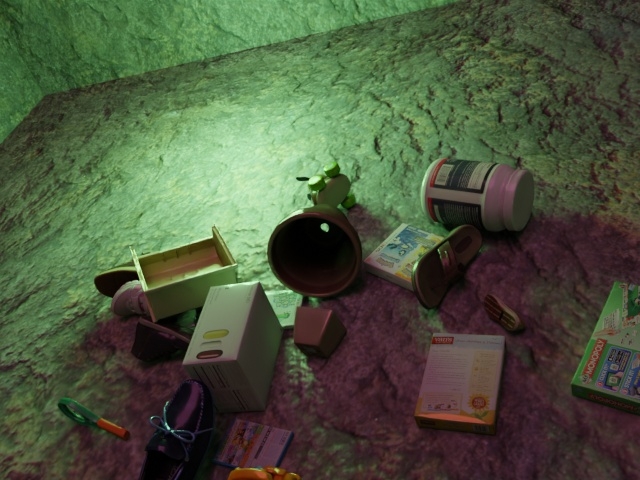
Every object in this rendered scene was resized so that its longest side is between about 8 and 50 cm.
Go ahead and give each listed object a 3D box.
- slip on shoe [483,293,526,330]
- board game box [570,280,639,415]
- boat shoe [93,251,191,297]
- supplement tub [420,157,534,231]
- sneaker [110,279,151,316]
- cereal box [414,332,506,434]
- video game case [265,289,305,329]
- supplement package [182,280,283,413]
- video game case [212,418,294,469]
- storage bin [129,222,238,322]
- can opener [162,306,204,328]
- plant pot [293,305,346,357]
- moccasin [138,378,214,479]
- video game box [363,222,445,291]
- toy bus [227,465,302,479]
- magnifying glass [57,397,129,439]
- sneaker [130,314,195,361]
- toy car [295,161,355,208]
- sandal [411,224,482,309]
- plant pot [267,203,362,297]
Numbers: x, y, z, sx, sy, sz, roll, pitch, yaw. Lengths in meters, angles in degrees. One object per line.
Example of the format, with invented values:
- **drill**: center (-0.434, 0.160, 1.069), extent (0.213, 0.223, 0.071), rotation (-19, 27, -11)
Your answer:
- **slip on shoe**: center (0.449, 0.176, 1.593), extent (0.041, 0.051, 0.135), rotation (9, 18, -26)
- **board game box**: center (0.699, 0.230, 1.403), extent (0.214, 0.046, 0.317), rotation (12, 49, 37)
- **boat shoe**: center (-0.551, 0.100, 2.105), extent (0.342, 0.123, 0.123), rotation (-12, 31, 5)
- **supplement tub**: center (0.439, -0.128, 1.838), extent (0.272, 0.191, 0.191), rotation (12, 49, 35)
- **sneaker**: center (-0.525, 0.180, 2.000), extent (0.252, 0.103, 0.111), rotation (-20, 36, 4)
- **cereal box**: center (0.321, 0.316, 1.477), extent (0.173, 0.047, 0.240), rotation (0, 42, 25)
- **video game case**: center (-0.126, 0.198, 1.855), extent (0.157, 0.019, 0.143), rotation (-8, 40, 18)
- **supplement package**: center (-0.212, 0.269, 1.660), extent (0.145, 0.204, 0.261), rotation (-8, 39, 16)
- **video game case**: center (-0.158, 0.485, 1.530), extent (0.166, 0.015, 0.119), rotation (4, 45, 29)
- **storage bin**: center (-0.396, 0.083, 1.904), extent (0.263, 0.123, 0.260), rotation (-17, 38, -17)
- **can opener**: center (-0.346, 0.199, 1.897), extent (0.284, 0.095, 0.076), rotation (-20, 38, 2)
- **plant pot**: center (-0.011, 0.242, 1.687), extent (0.109, 0.109, 0.096), rotation (3, 57, 28)
- **moccasin**: center (-0.325, 0.476, 1.455), extent (0.138, 0.117, 0.341), rotation (1, 66, 21)
- **video game box**: center (0.255, 0.046, 1.835), extent (0.205, 0.048, 0.187), rotation (23, 58, 42)
- **toy bus**: center (-0.140, 0.530, 1.309), extent (0.150, 0.211, 0.220), rotation (-6, 39, 21)
- **magnifying glass**: center (-0.597, 0.471, 1.711), extent (0.231, 0.092, 0.026), rotation (13, 46, 23)
- **sneaker**: center (-0.422, 0.301, 1.840), extent (0.222, 0.118, 0.083), rotation (20, 7, 13)
- **toy car**: center (-0.006, -0.163, 2.136), extent (0.188, 0.155, 0.149), rotation (12, 48, 48)
- **sandal**: center (0.340, 0.055, 1.710), extent (0.303, 0.120, 0.086), rotation (-46, 16, -29)
- **plant pot**: center (0.000, 0.000, 1.879), extent (0.263, 0.262, 0.229), rotation (-10, 22, 15)
